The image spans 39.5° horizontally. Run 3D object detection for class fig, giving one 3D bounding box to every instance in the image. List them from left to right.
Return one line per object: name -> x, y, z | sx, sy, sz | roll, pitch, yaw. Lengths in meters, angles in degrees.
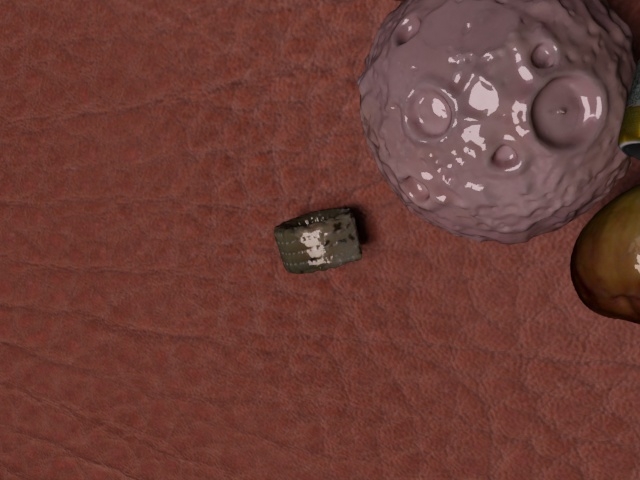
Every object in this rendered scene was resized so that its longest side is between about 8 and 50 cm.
fig -> 0.322, -0.020, 0.823 | 0.160, 0.143, 0.231 | 20, 122, 34

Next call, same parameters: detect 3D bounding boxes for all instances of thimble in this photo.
thimble -> 0.000, 0.000, 1.081 | 0.110, 0.084, 0.062 | -8, 106, 38

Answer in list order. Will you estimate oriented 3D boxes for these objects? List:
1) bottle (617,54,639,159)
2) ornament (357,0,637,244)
bottle -> 0.311, -0.202, 0.706 | 0.082, 0.082, 0.286 | 14, 86, 28
ornament -> 0.164, -0.125, 0.805 | 0.225, 0.259, 0.259 | -139, 35, -69
